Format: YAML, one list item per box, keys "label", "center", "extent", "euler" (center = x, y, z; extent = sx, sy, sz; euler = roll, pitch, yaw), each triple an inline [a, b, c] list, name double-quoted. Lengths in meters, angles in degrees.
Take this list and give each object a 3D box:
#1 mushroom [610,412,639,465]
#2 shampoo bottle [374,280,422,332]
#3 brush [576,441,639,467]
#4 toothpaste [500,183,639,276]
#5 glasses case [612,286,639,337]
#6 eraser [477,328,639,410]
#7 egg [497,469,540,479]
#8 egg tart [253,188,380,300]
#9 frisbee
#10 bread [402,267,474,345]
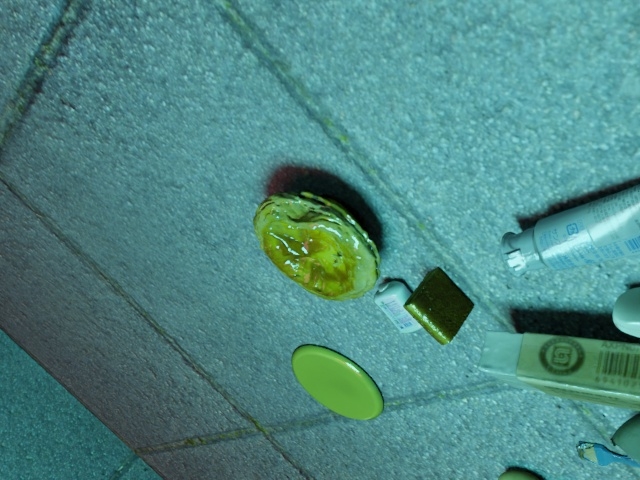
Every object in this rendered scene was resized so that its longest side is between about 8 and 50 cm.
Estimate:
- label: "mushroom"
  center: [0.548, 0.326, 1.111]
  extent: [0.188, 0.141, 0.117]
  euler: [38, 110, -2]
- label: "shampoo bottle"
  center: [0.139, 0.113, 1.293]
  extent: [0.099, 0.043, 0.072]
  euler: [48, 143, -12]
- label: "brush"
  center: [0.525, 0.379, 1.270]
  extent: [0.164, 0.014, 0.051]
  euler: [1, 131, 39]
- label: "toothpaste"
  center: [0.375, -0.017, 0.936]
  extent: [0.299, 0.073, 0.114]
  euler: [-19, 115, 42]
- label: "glasses case"
  center: [0.485, 0.102, 0.950]
  extent: [0.204, 0.081, 0.051]
  euler: [9, 133, 37]
- label: "eraser"
  center: [0.414, 0.194, 1.068]
  extent: [0.343, 0.078, 0.144]
  euler: [2, 161, 41]
- label: "egg"
  center: [0.394, 0.492, 1.449]
  extent: [0.096, 0.080, 0.080]
  euler: [33, 145, 22]
- label: "egg tart"
  center: [0.000, 0.000, 1.241]
  extent: [0.241, 0.106, 0.241]
  euler: [23, 144, 18]
- label: "frisbee"
  center: [0.034, 0.318, 1.628]
  extent: [0.236, 0.017, 0.236]
  euler: [23, 141, 20]
- label: "bread"
  center: [0.192, 0.107, 1.201]
  extent: [0.094, 0.090, 0.035]
  euler: [45, 148, -9]
